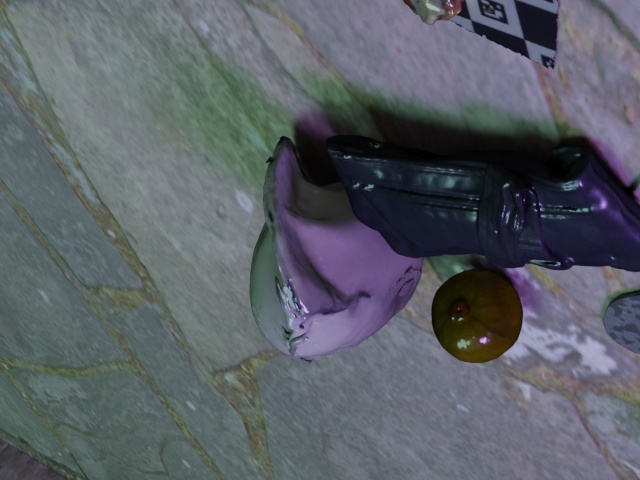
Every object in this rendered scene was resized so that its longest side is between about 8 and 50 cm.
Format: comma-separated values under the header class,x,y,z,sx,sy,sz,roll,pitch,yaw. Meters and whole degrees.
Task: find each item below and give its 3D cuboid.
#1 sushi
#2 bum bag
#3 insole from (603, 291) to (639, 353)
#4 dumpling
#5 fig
class,x,y,z,sx,sy,sz,roll,pitch,yaw
sushi,0.052,-0.179,1.168,0.192,0.040,0.210,28,158,21
bum bag,0.116,-0.027,1.380,0.248,0.060,0.123,13,151,43
insole,0.250,0.052,1.416,0.065,0.006,0.193,36,159,1
dumpling,0.000,0.000,1.530,0.247,0.142,0.172,20,-132,-79
fig,0.127,0.061,1.544,0.074,0.074,0.088,23,-177,31
